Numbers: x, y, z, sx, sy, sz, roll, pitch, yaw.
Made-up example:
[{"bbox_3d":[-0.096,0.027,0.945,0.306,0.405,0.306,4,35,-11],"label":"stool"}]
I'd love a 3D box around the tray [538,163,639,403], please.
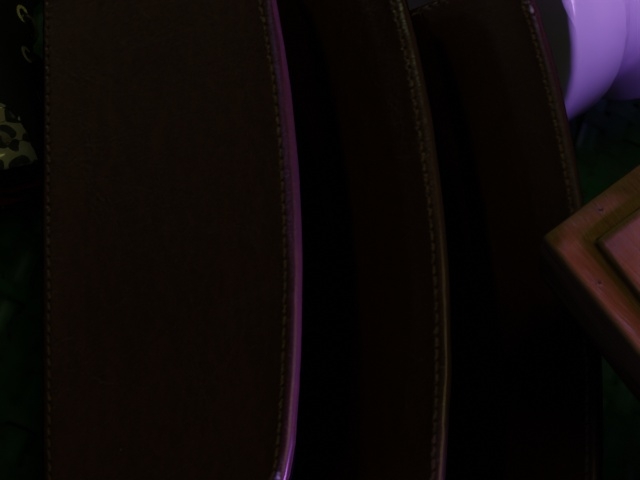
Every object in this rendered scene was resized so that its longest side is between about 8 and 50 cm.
[{"bbox_3d":[0.293,0.104,0.776,0.203,0.076,0.411,-37,76,-5],"label":"tray"}]

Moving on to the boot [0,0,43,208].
[{"bbox_3d":[-0.158,-0.113,1.021,0.236,0.085,0.178,-19,75,-29],"label":"boot"}]

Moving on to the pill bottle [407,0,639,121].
[{"bbox_3d":[0.197,-0.208,1.129,0.363,0.210,0.210,-32,77,-32],"label":"pill bottle"}]

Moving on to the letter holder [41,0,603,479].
[{"bbox_3d":[0.000,0.000,0.904,0.152,0.214,0.301,36,44,-52],"label":"letter holder"}]
